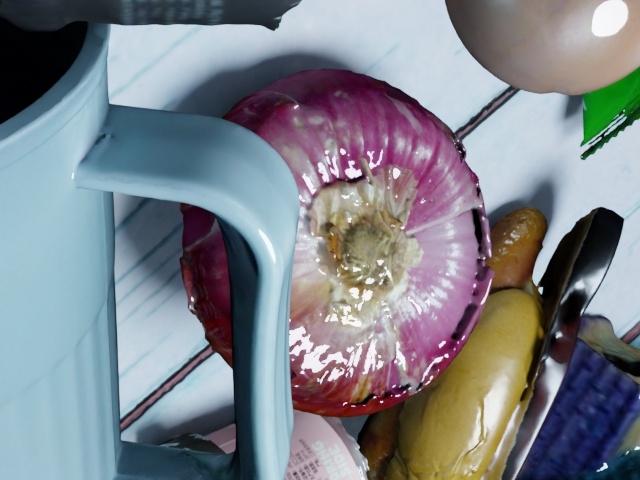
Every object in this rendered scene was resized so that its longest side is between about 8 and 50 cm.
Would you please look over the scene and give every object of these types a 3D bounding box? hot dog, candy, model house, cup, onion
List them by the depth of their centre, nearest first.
[{"bbox_3d":[-0.195,0.023,0.689,0.331,0.257,0.311,-12,131,-18],"label":"cup"},{"bbox_3d":[0.000,0.000,0.927,0.230,0.163,0.230,-1,92,-25],"label":"onion"},{"bbox_3d":[0.258,-0.168,1.059,0.141,0.078,0.203,-27,140,-21],"label":"candy"},{"bbox_3d":[0.114,0.107,1.124,0.107,0.194,0.326,25,82,-8],"label":"hot dog"},{"bbox_3d":[0.265,0.222,1.205,0.280,0.312,0.245,25,111,-11],"label":"model house"}]

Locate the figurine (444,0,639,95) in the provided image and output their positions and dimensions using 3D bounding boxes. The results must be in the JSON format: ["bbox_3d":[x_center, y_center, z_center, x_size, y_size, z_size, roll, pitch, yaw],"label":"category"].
[{"bbox_3d":[0.116,-0.299,0.717,0.276,0.248,0.388,24,113,-6],"label":"figurine"}]

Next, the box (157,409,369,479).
[{"bbox_3d":[-0.043,0.197,1.045,0.135,0.151,0.151,-26,135,-33],"label":"box"}]

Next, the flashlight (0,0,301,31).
[{"bbox_3d":[-0.219,-0.128,0.549,0.424,0.103,0.103,-2,127,-5],"label":"flashlight"}]
